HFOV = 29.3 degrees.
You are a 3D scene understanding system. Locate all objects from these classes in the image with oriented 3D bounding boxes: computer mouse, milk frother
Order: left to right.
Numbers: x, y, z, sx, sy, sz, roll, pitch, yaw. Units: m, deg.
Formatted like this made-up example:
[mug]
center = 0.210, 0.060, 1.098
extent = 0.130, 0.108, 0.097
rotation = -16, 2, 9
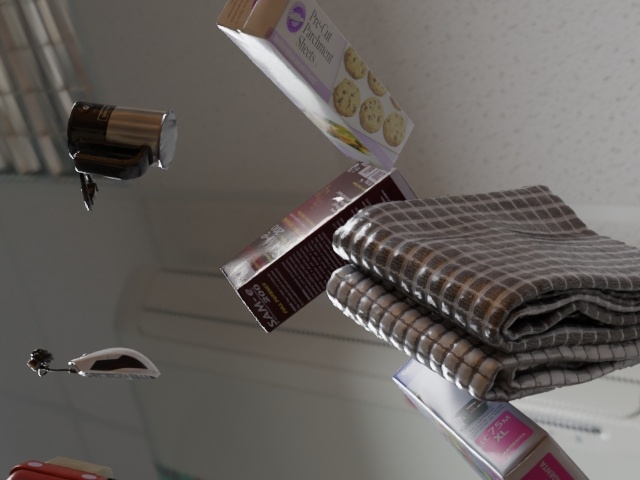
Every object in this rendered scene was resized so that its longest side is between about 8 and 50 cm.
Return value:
[computer mouse]
center = -0.329, 0.178, 1.798
extent = 0.106, 0.193, 0.042
rotation = 101, -8, -75
[milk frother]
center = -0.275, -0.112, 1.703
extent = 0.135, 0.129, 0.143
rotation = 8, -30, 9

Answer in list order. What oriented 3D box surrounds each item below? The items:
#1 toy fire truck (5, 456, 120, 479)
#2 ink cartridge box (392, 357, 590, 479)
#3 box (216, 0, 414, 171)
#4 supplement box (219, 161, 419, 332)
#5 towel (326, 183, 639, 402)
[toy fire truck]
center = -0.296, 0.324, 1.139
extent = 0.158, 0.246, 0.217
rotation = 10, -87, 13
[ink cartridge box]
center = 0.174, 0.200, 1.140
extent = 0.186, 0.065, 0.311
rotation = 48, -2, -21
[box]
center = 0.005, -0.161, 1.228
extent = 0.063, 0.067, 0.324
rotation = 22, -9, 29
[supplement box]
center = 0.000, 0.000, 1.494
extent = 0.073, 0.239, 0.130
rotation = 53, -4, -18
[towel]
center = 0.181, 0.039, 1.126
extent = 0.235, 0.284, 0.121
rotation = 27, -64, 48
